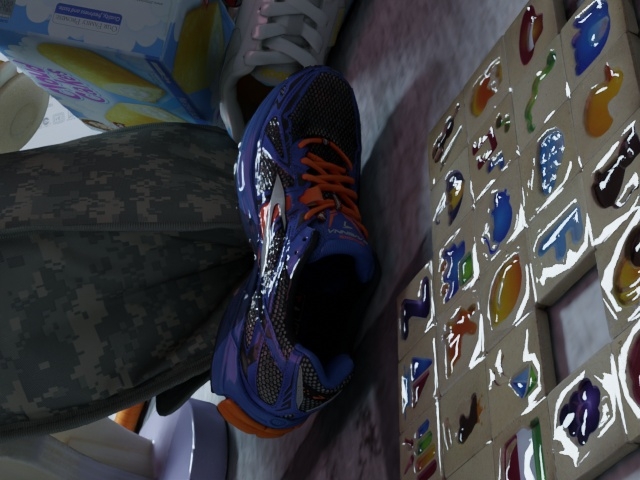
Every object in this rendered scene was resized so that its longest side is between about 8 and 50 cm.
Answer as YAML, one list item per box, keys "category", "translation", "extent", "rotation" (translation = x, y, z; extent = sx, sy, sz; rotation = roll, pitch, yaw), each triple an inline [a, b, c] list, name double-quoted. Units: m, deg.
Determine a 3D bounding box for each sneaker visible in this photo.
- category: "sneaker"
  translation: [-0.016, -0.161, 0.788]
  extent: [0.228, 0.087, 0.092]
  rotation: [111, 166, -48]
- category: "sneaker"
  translation: [0.000, 0.000, 0.634]
  extent: [0.087, 0.083, 0.221]
  rotation: [-21, 59, 52]

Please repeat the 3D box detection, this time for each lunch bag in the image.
- category: "lunch bag"
  translation: [-0.156, 0.018, 0.789]
  extent: [0.235, 0.287, 0.169]
  rotation: [-113, 12, -69]

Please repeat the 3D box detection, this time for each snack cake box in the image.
- category: "snack cake box"
  translation: [-0.150, -0.151, 0.894]
  extent: [0.264, 0.152, 0.089]
  rotation: [53, -131, -76]

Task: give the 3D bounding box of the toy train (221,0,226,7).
- category: "toy train"
  translation: [-0.153, -0.379, 1.316]
  extent: [0.190, 0.142, 0.334]
  rotation: [16, 91, 63]

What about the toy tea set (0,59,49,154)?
- category: "toy tea set"
  translation: [-0.307, -0.169, 0.923]
  extent: [0.200, 0.124, 0.336]
  rotation: [-63, -13, 16]

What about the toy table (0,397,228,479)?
- category: "toy table"
  translation: [-0.192, 0.199, 0.879]
  extent: [0.274, 0.161, 0.252]
  rotation: [124, 155, -47]

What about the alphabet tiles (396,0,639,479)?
- category: "alphabet tiles"
  translation: [0.080, 0.006, 0.475]
  extent: [0.198, 0.009, 0.237]
  rotation: [125, 154, -47]

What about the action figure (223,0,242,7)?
- category: "action figure"
  translation: [-0.114, -0.228, 1.070]
  extent: [0.280, 0.091, 0.139]
  rotation: [-21, -73, -78]

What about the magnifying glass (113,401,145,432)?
- category: "magnifying glass"
  translation: [-0.170, 0.113, 1.108]
  extent: [0.092, 0.026, 0.231]
  rotation: [-123, 51, -67]

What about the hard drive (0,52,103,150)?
- category: "hard drive"
  translation: [-0.252, -0.045, 1.079]
  extent: [0.233, 0.047, 0.353]
  rotation: [-12, 77, 24]
